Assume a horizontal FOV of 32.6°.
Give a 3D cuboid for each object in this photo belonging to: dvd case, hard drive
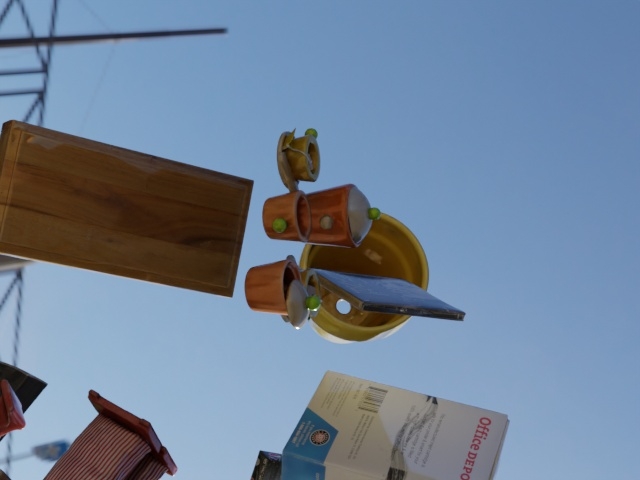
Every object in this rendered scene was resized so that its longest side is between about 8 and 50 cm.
[{"bbox_3d":[0.093,0.078,1.626,0.221,0.164,0.018,-153,-109,-67],"label":"dvd case"},{"bbox_3d":[-0.671,0.302,2.134,0.255,0.172,0.054,6,-44,36],"label":"hard drive"}]

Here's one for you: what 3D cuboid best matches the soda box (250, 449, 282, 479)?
[{"bbox_3d":[-0.121,0.536,2.326,0.053,0.060,0.169,27,-80,61],"label":"soda box"}]

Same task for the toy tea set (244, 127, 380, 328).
[{"bbox_3d":[0.000,0.000,1.533,0.200,0.124,0.336,67,26,-45],"label":"toy tea set"}]

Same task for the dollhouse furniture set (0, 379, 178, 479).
[{"bbox_3d":[-0.417,0.301,1.569,0.374,0.201,0.152,20,-31,28],"label":"dollhouse furniture set"}]

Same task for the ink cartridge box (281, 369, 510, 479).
[{"bbox_3d":[0.151,0.441,2.172,0.395,0.285,0.166,12,-59,15],"label":"ink cartridge box"}]

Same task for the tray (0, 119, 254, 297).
[{"bbox_3d":[-0.318,-0.043,1.757,0.076,0.411,0.203,1,-100,60],"label":"tray"}]

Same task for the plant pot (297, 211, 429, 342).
[{"bbox_3d":[0.066,0.097,2.191,0.239,0.254,0.254,115,-43,-65],"label":"plant pot"}]
